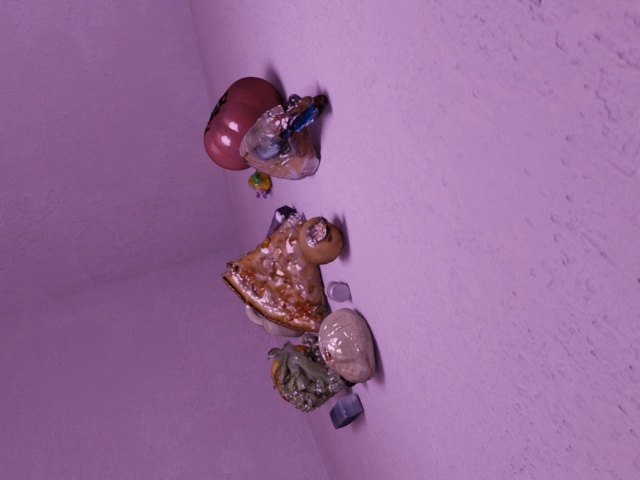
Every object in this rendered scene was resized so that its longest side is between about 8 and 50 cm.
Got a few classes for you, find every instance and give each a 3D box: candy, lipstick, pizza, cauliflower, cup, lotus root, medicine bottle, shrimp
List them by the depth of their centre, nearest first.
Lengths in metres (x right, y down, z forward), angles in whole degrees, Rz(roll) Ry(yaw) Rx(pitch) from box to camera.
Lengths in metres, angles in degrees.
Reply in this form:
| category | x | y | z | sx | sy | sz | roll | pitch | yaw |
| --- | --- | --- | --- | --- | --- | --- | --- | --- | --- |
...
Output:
| category | x | y | z | sx | sy | sz | roll | pitch | yaw |
| --- | --- | --- | --- | --- | --- | --- | --- | --- | --- |
| shrimp | -0.087 | -0.256 | 1.534 | 0.110 | 0.221 | 0.445 | -70 | 12 | -19 |
| lotus root | 0.000 | 0.000 | 1.577 | 0.221 | 0.125 | 0.118 | 109 | -177 | -73 |
| medicine bottle | 0.048 | 0.150 | 1.707 | 0.089 | 0.057 | 0.057 | -170 | 64 | -76 |
| pizza | -0.130 | 0.168 | 2.036 | 0.435 | 0.080 | 0.392 | -37 | 84 | 36 |
| lipstick | 0.089 | 0.613 | 2.075 | 0.290 | 0.077 | 0.076 | 105 | 146 | -65 |
| candy | -0.171 | 0.021 | 2.119 | 0.061 | 0.088 | 0.312 | 30 | 119 | 16 |
| cauliflower | -0.043 | 0.461 | 2.119 | 0.326 | 0.260 | 0.281 | 7 | 121 | 39 |
| cup | -0.169 | 0.255 | 2.206 | 0.173 | 0.255 | 0.202 | 83 | -165 | -84 |

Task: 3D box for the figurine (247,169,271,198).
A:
| category | x | y | z | sx | sy | sz | roll | pitch | yaw |
| --- | --- | --- | --- | --- | --- | --- | --- | --- | --- |
| figurine | -0.250 | -0.254 | 2.390 | 0.156 | 0.094 | 0.115 | 58 | -150 | -67 |

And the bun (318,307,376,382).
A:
| category | x | y | z | sx | sy | sz | roll | pitch | yaw |
| --- | --- | --- | --- | --- | --- | --- | --- | --- | --- |
| bun | 0.071 | 0.308 | 1.639 | 0.220 | 0.134 | 0.221 | 163 | 90 | -73 |

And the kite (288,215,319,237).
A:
| category | x | y | z | sx | sy | sz | roll | pitch | yaw |
| --- | --- | --- | --- | --- | --- | --- | --- | --- | --- |
| kite | -0.009 | -0.011 | 1.727 | 0.182 | 0.010 | 0.160 | -8 | 125 | 53 |

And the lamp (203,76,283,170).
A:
| category | x | y | z | sx | sy | sz | roll | pitch | yaw |
| --- | --- | --- | --- | --- | --- | --- | --- | --- | --- |
| lamp | -0.223 | -0.352 | 1.806 | 0.305 | 0.239 | 0.305 | -53 | 20 | 30 |

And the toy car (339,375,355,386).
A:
| category | x | y | z | sx | sy | sz | roll | pitch | yaw |
| --- | --- | --- | --- | --- | --- | --- | --- | --- | --- |
| toy car | 0.081 | 0.368 | 1.813 | 0.080 | 0.070 | 0.171 | -166 | 58 | -75 |

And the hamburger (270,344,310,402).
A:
| category | x | y | z | sx | sy | sz | roll | pitch | yaw |
| --- | --- | --- | --- | --- | --- | --- | --- | --- | --- |
| hamburger | -0.098 | 0.546 | 2.420 | 0.170 | 0.246 | 0.246 | 45 | 150 | 47 |
